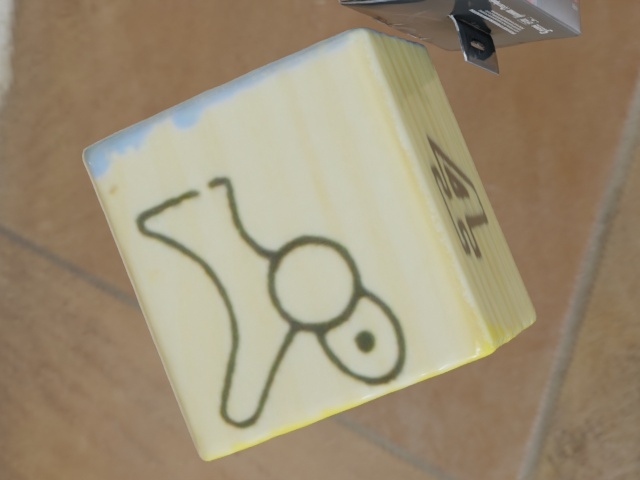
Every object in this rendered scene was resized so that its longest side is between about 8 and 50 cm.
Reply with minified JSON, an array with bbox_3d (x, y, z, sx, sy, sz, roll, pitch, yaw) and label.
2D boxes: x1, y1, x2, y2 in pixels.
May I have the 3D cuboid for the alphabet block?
[{"bbox_3d":[0.000,0.000,0.989,0.192,0.193,0.197,-22,88,17],"label":"alphabet block"}]

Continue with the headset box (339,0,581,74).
[{"bbox_3d":[0.094,-0.259,1.087,0.110,0.218,0.293,-4,86,23],"label":"headset box"}]
